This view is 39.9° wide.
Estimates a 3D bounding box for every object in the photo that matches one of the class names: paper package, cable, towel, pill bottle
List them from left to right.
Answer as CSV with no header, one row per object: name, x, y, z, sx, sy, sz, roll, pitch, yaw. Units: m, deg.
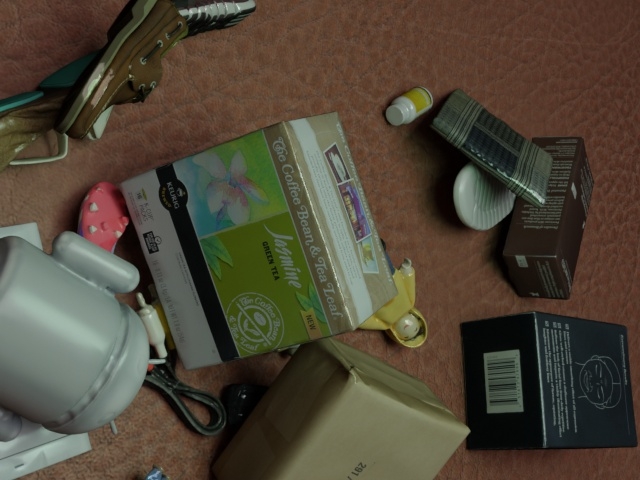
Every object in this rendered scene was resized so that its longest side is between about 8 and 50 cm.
cable,-0.248,0.219,1.430,0.139,0.072,0.287,-45,110,-43
paper package,0.034,0.357,1.485,0.310,0.168,0.324,29,100,-35
pill bottle,0.199,-0.301,1.993,0.116,0.065,0.065,-36,105,-43
towel,0.401,-0.216,2.040,0.312,0.056,0.324,36,28,2

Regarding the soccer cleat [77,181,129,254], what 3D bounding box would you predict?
soccer cleat,-0.360,0.019,1.381,0.083,0.095,0.247,27,47,-40

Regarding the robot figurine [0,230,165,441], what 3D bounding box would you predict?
robot figurine,-0.375,0.129,1.178,0.353,0.200,0.300,40,92,-31

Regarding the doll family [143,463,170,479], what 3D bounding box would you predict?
doll family,-0.254,0.443,1.375,0.193,0.076,0.111,52,54,-14

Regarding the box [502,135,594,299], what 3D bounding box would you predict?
box,0.575,-0.062,2.204,0.191,0.143,0.381,57,46,-46

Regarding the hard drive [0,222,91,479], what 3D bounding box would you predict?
hard drive,-0.474,0.164,1.249,0.233,0.047,0.352,-13,88,-45

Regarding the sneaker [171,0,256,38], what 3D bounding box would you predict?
sneaker,-0.248,-0.459,1.597,0.281,0.106,0.162,-30,95,-54

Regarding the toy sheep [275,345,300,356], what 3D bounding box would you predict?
toy sheep,-0.057,0.153,1.622,0.091,0.091,0.132,-28,118,-44

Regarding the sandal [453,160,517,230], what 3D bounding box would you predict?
sandal,0.385,-0.117,2.109,0.416,0.102,0.169,-14,104,-57

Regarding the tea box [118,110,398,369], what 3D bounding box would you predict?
tea box,-0.095,-0.001,1.428,0.220,0.324,0.328,-28,99,-64

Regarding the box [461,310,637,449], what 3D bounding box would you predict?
box,0.535,0.336,2.049,0.396,0.212,0.293,12,71,-41

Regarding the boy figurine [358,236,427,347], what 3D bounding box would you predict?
boy figurine,0.127,0.120,1.778,0.177,0.092,0.285,-40,127,-12

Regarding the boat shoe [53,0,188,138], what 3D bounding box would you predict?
boat shoe,-0.287,-0.259,1.330,0.104,0.111,0.307,39,57,-25

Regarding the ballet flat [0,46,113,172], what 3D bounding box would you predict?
ballet flat,-0.408,-0.195,1.370,0.342,0.116,0.124,-42,128,-42

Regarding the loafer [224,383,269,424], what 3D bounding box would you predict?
loafer,-0.075,0.303,1.578,0.223,0.076,0.078,13,76,-36
